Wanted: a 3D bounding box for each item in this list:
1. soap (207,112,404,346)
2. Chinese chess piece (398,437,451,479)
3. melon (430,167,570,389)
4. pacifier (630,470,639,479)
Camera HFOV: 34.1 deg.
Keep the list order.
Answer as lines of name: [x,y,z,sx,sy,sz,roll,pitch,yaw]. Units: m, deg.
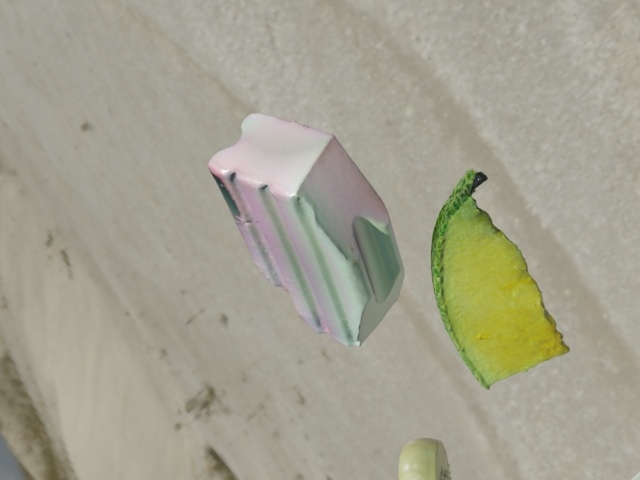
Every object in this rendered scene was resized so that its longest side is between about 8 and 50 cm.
soap: [0.000,0.000,1.349,0.193,0.109,0.324,21,149,32]
Chinese chess piece: [0.154,0.356,1.494,0.144,0.059,0.144,-7,-90,-75]
melon: [0.145,0.041,0.882,0.114,0.053,0.261,9,142,28]
pacifier: [0.431,0.381,1.343,0.207,0.227,0.279,32,173,-20]
